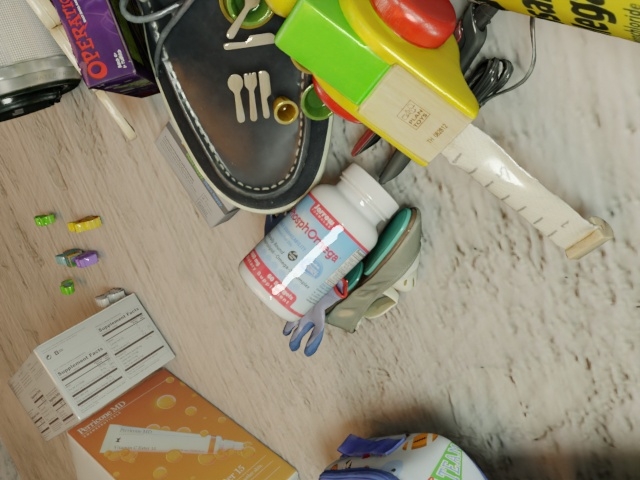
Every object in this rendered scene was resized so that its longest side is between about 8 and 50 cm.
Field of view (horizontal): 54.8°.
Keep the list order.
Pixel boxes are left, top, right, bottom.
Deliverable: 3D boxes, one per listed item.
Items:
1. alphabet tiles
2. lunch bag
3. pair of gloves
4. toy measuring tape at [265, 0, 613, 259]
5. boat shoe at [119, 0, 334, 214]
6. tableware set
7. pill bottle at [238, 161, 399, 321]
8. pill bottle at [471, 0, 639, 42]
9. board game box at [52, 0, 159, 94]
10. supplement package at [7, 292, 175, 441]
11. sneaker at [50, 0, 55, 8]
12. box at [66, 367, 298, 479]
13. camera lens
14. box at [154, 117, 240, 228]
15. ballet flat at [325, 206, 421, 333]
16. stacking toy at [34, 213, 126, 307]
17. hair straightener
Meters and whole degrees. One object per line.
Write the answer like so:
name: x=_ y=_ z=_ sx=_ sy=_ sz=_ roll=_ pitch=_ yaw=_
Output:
alphabet tiles: x=-0.301 y=-0.243 z=0.712 sx=0.277 sy=0.021 sz=0.284 roll=58 pitch=170 yaw=-25
lunch bag: x=0.111 y=0.339 z=0.724 sx=0.243 sy=0.115 sz=0.303 roll=53 pitch=154 yaw=6
pair of gloves: x=-0.030 y=0.033 z=0.740 sx=0.159 sy=0.023 sz=0.198 roll=-53 pitch=51 yaw=46
toy measuring tape: x=0.099 y=-0.115 z=0.490 sx=0.330 sy=0.121 sz=0.121 roll=34 pitch=139 yaw=-10
boat shoe: x=-0.093 y=-0.250 z=0.549 sx=0.187 sy=0.156 sz=0.499 roll=-4 pitch=113 yaw=5
tableware set: x=-0.029 y=-0.167 z=0.517 sx=0.024 sy=0.104 sz=0.154 roll=-117 pitch=20 yaw=-51
pill bottle: x=0.000 y=0.000 z=0.625 sx=0.160 sy=0.087 sz=0.087 roll=-46 pitch=76 yaw=4
pill bottle: x=0.156 y=-0.217 z=0.341 sx=0.334 sy=0.188 sz=0.187 roll=28 pitch=130 yaw=30
board game box: x=-0.227 y=-0.256 z=0.640 sx=0.347 sy=0.056 sz=0.208 roll=-129 pitch=23 yaw=-76
supplement package: x=-0.435 y=0.242 z=1.162 sx=0.145 sy=0.204 sz=0.262 roll=56 pitch=138 yaw=0
sneaker: x=-0.333 y=-0.355 z=0.818 sx=0.084 sy=0.070 sz=0.185 roll=83 pitch=170 yaw=-77
box: x=-0.239 y=0.417 z=1.070 sx=0.346 sy=0.215 sz=0.168 roll=26 pitch=129 yaw=30
camera lens: x=-0.486 y=-0.312 z=0.873 sx=0.220 sy=0.219 sz=0.274 roll=-5 pitch=110 yaw=45
box: x=-0.127 y=-0.117 z=0.783 sx=0.186 sy=0.038 sz=0.145 roll=-35 pitch=88 yaw=47
ballet flat: x=0.069 y=0.039 z=0.678 sx=0.068 sy=0.072 sz=0.213 roll=30 pitch=138 yaw=-9
stacking toy: x=-0.466 y=0.031 z=1.188 sx=0.221 sy=0.052 sz=0.166 roll=6 pitch=115 yaw=44
hair straightener: x=0.119 y=-0.122 z=0.548 sx=0.089 sy=0.047 sz=0.230 roll=49 pitch=133 yaw=6
